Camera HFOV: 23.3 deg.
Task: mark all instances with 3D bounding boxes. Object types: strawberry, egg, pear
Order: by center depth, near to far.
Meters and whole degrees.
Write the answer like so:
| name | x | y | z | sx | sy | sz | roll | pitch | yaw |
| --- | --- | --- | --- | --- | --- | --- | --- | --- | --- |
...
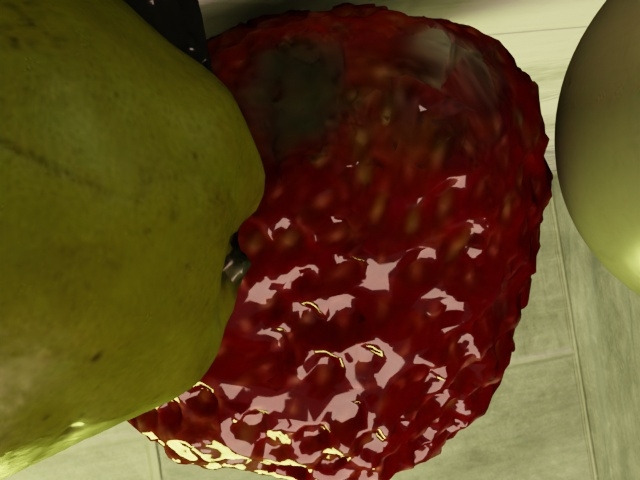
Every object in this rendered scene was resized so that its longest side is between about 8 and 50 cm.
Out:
| name | x | y | z | sx | sy | sz | roll | pitch | yaw |
| --- | --- | --- | --- | --- | --- | --- | --- | --- | --- |
| pear | -0.154 | -0.010 | 0.536 | 0.269 | 0.213 | 0.212 | 4 | 176 | -14 |
| egg | 0.237 | -0.060 | 0.797 | 0.219 | 0.219 | 0.269 | -8 | -177 | -27 |
| strawberry | -0.006 | 0.011 | 0.895 | 0.291 | 0.292 | 0.310 | -9 | -177 | -10 |

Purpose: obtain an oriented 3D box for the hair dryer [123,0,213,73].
| name | x | y | z | sx | sy | sz | roll | pitch | yaw |
| --- | --- | --- | --- | --- | --- | --- | --- | --- | --- |
| hair dryer | -0.204 | -0.058 | 0.683 | 0.244 | 0.116 | 0.302 | -13 | 169 | 37 |
